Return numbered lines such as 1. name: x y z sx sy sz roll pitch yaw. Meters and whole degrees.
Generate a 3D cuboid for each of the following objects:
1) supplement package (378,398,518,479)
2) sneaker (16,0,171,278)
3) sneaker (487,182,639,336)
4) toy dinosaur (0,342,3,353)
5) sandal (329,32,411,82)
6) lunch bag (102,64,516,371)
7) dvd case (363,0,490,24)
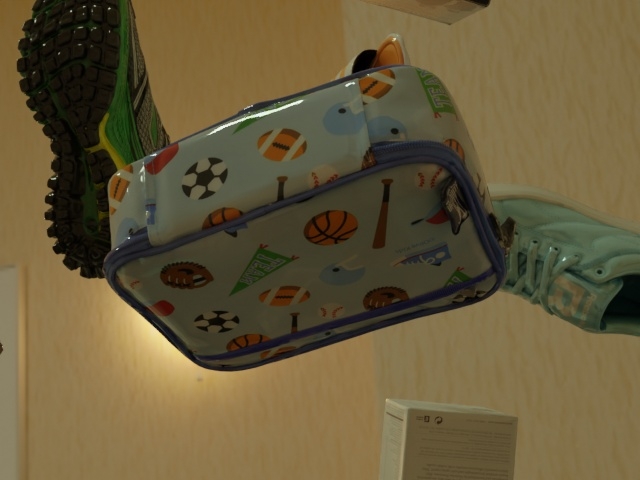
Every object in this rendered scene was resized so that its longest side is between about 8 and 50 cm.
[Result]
1. supplement package: 0.142 0.320 1.127 0.133 0.244 0.139 6 -5 -6
2. sneaker: -0.241 -0.135 1.064 0.134 0.344 0.146 -1 6 23
3. sneaker: 0.281 0.030 1.092 0.365 0.135 0.150 9 27 4
4. toy dinosaur: -0.382 0.045 0.929 0.295 0.127 0.200 -3 20 36
5. sandal: 0.028 -0.133 1.110 0.076 0.102 0.265 0 -31 -24
6. lunch bag: 0.000 0.000 0.757 0.303 0.115 0.243 -16 -38 12
7. dvd case: 0.132 -0.357 1.360 0.179 0.030 0.239 15 6 -6
